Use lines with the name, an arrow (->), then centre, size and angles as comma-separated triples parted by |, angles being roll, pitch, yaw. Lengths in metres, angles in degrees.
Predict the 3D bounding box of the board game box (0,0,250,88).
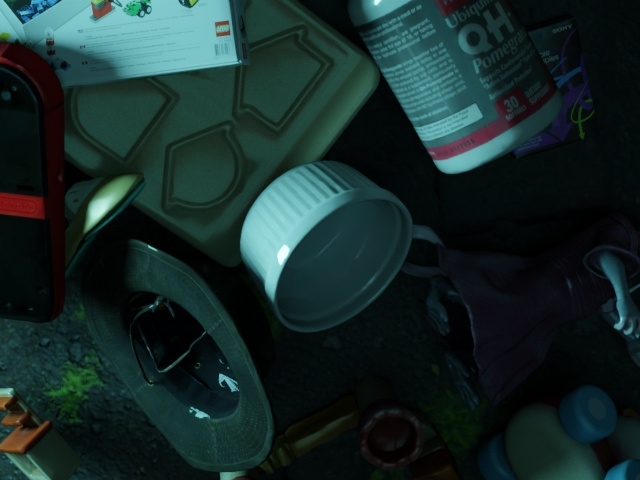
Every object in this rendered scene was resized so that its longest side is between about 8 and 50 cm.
board game box -> -0.241, -0.279, 1.595 | 0.305, 0.053, 0.193 | -5, 94, 13

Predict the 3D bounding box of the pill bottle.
pill bottle -> 0.141, -0.254, 1.648 | 0.176, 0.176, 0.318 | -31, 103, 3

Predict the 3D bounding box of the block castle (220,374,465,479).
block castle -> 0.084, 0.436, 1.854 | 0.303, 0.213, 0.453 | -29, 109, 2

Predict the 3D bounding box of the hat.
hat -> -0.144, 0.123, 1.742 | 0.134, 0.331, 0.331 | -35, 116, -40

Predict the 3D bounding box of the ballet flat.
ballet flat -> -0.293, -0.027, 1.683 | 0.073, 0.080, 0.232 | 43, 132, -4

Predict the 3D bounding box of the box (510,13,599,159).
box -> 0.283, -0.195, 1.770 | 0.116, 0.029, 0.162 | -17, 108, -1

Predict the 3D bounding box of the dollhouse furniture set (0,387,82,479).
dollhouse furniture set -> -0.440, 0.325, 1.747 | 0.135, 0.262, 0.259 | 49, 63, -16

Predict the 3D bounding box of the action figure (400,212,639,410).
action figure -> 0.312, 0.056, 1.811 | 0.370, 0.248, 0.276 | -29, 67, -10

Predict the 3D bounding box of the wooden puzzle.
wooden puzzle -> -0.154, -0.187, 1.696 | 0.348, 0.080, 0.322 | 36, 100, -11

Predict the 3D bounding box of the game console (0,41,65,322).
game console -> -0.491, -0.078, 1.644 | 0.386, 0.060, 0.342 | 7, 117, 7

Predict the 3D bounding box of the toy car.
toy car -> 0.381, 0.284, 1.883 | 0.219, 0.238, 0.210 | -41, 76, 47

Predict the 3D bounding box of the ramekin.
ramekin -> 0.000, 0.000, 1.693 | 0.207, 0.109, 0.207 | -26, 140, -23
